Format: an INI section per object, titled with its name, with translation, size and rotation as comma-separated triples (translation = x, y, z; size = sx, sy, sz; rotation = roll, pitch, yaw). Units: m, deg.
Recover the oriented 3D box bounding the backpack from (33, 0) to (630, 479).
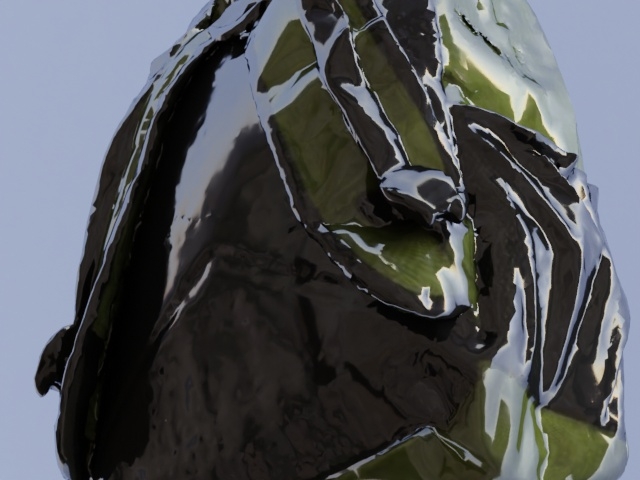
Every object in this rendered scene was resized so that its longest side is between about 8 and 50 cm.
[backpack]
translation = 0.000, 0.000, 0.617
size = 0.207, 0.140, 0.253
rotation = -30, -132, 34
